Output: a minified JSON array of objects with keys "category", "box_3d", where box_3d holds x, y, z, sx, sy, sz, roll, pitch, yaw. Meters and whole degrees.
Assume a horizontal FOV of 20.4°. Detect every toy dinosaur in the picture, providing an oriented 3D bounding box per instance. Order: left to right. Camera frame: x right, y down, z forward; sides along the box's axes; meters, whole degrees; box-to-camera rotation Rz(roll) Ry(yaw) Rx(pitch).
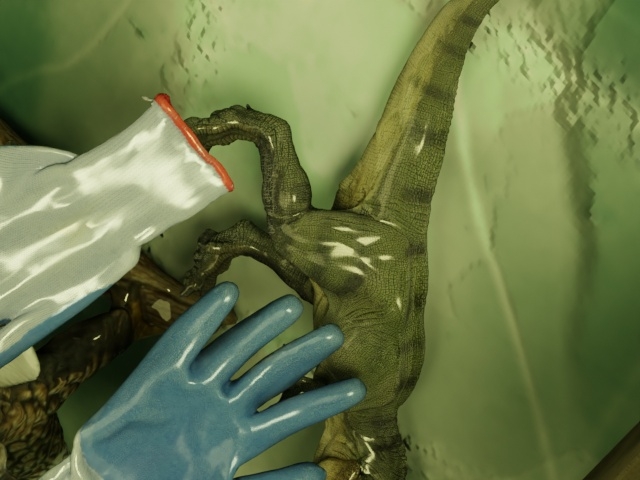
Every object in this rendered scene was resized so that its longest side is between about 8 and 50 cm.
[{"category":"toy dinosaur","box_3d":[0.000,0.000,0.730,0.118,0.064,0.268,20,117,19]}]

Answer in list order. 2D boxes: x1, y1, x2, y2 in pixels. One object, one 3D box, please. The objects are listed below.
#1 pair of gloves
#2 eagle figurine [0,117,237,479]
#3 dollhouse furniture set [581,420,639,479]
[{"category":"pair of gloves","box_3d":[-0.084,0.039,0.690,0.198,0.159,0.023,57,180,-16]},{"category":"eagle figurine","box_3d":[-0.180,0.110,0.817,0.225,0.298,0.226,40,178,-24]},{"category":"dollhouse furniture set","box_3d":[0.204,0.186,0.583,0.301,0.151,0.197,44,168,4]}]
